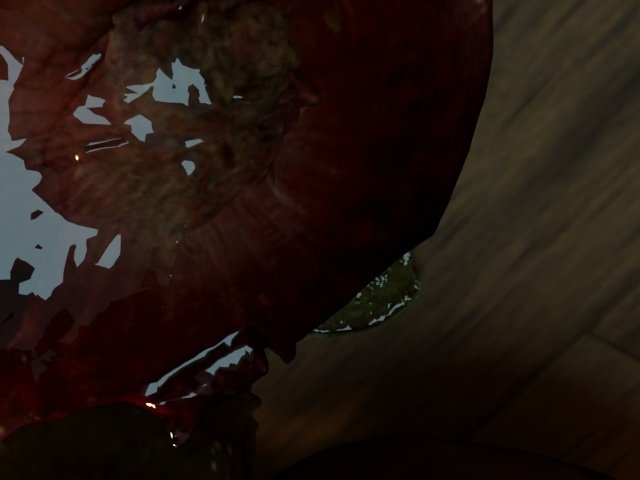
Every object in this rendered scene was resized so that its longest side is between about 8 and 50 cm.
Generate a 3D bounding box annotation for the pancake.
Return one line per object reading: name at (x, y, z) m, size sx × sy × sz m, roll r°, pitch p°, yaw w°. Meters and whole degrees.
pancake at (-0.005, 0.001, 1.054) m, size 0.116 × 0.022 × 0.129 m, roll -23°, pitch 123°, yaw 21°

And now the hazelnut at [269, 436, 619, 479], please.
hazelnut at (0.069, 0.293, 1.124) m, size 0.359 × 0.359 × 0.409 m, roll 21°, pitch 133°, yaw -17°

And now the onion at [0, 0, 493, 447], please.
onion at (-0.102, -0.103, 0.780) m, size 0.341 × 0.341 × 0.341 m, roll 1°, pitch 132°, yaw 1°

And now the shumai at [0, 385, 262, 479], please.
shumai at (-0.177, 0.146, 0.937) m, size 0.323 × 0.324 × 0.397 m, roll -33°, pitch 96°, yaw 43°
